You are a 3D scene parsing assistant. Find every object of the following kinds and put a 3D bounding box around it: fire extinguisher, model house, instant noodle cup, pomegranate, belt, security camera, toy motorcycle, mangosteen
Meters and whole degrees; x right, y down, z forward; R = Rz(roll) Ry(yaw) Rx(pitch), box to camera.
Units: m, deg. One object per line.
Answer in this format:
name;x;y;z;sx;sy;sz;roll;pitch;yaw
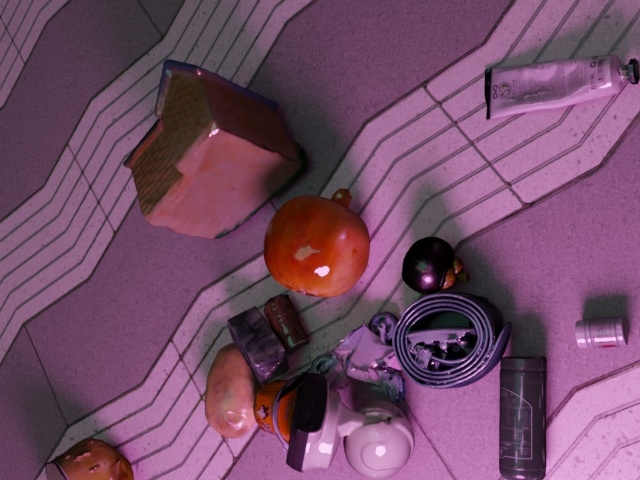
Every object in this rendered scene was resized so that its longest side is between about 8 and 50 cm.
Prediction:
fire extinguisher;0.413;0.394;1.553;0.114;0.095;0.311;151;121;-75
model house;-0.300;-0.249;1.978;0.382;0.334;0.343;-42;54;27
instant noodle cup;-0.083;0.407;1.829;0.125;0.177;0.208;-2;51;46
pomegranate;0.000;0.000;1.789;0.252;0.229;0.271;12;79;41
belt;0.286;0.213;1.639;0.267;0.116;0.207;-23;72;31
security camera;0.072;0.430;1.677;0.277;0.197;0.191;8;130;1
toy motorcycle;0.111;0.302;1.744;0.239;0.108;0.204;-44;64;21
mangosteen;0.258;0.060;1.671;0.151;0.137;0.137;20;95;17

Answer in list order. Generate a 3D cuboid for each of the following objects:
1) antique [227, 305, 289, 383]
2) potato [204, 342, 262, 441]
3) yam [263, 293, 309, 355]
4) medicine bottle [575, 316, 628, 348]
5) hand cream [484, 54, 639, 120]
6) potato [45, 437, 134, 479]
antique;-0.153;0.265;1.890;0.086;0.088;0.183;-25;47;-17
potato;-0.228;0.391;1.948;0.161;0.128;0.235;-28;64;10
yam;-0.086;0.211;1.903;0.079;0.079;0.141;-39;66;23
medicine bottle;0.560;0.184;1.503;0.091;0.058;0.058;-9;79;32
hand cream;0.501;-0.335;1.612;0.336;0.076;0.121;-2;78;39
potato;-0.644;0.687;2.143;0.299;0.196;0.247;-33;79;55
